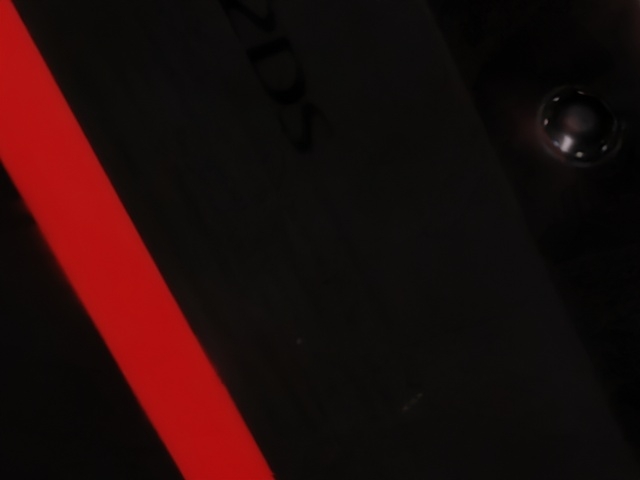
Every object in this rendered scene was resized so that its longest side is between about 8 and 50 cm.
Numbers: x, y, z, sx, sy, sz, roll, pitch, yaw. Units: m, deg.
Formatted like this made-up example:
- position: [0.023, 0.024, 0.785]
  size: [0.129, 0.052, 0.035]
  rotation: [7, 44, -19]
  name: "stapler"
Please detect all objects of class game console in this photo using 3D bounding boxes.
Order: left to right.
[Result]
- position: [-0.021, 0.033, 0.496]
  size: [0.342, 0.060, 0.386]
  rotation: [-17, 111, 27]
  name: "game console"
